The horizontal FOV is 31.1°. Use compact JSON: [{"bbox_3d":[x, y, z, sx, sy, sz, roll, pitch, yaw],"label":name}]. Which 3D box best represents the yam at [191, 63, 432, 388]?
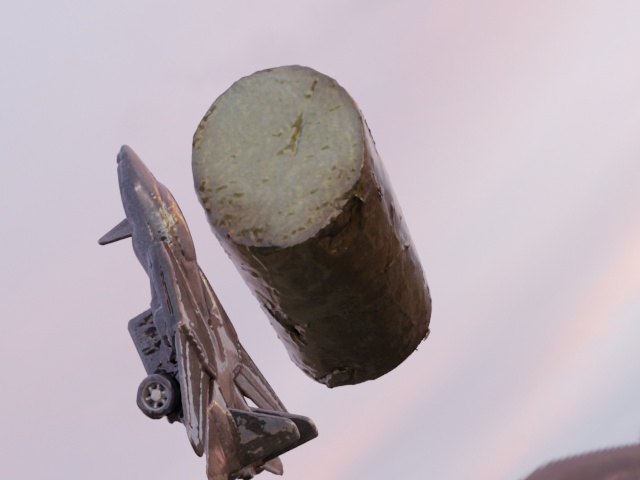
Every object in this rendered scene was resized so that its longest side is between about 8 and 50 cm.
[{"bbox_3d":[0.000,0.000,1.048,0.168,0.168,0.304,-38,-39,-9],"label":"yam"}]

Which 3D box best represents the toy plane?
[{"bbox_3d":[-0.106,0.055,0.839,0.088,0.267,0.212,-34,-15,11],"label":"toy plane"}]
